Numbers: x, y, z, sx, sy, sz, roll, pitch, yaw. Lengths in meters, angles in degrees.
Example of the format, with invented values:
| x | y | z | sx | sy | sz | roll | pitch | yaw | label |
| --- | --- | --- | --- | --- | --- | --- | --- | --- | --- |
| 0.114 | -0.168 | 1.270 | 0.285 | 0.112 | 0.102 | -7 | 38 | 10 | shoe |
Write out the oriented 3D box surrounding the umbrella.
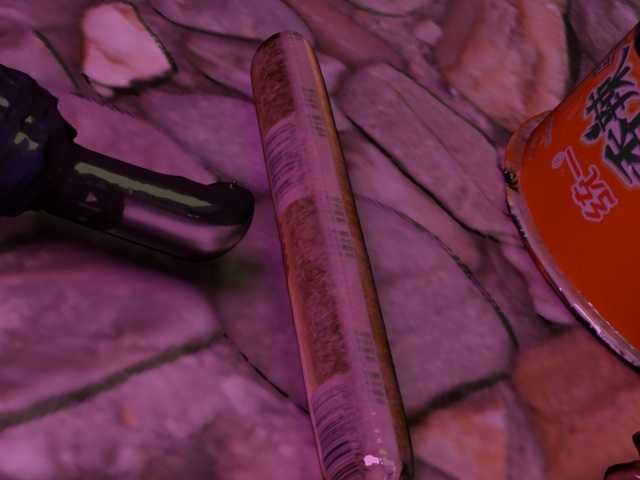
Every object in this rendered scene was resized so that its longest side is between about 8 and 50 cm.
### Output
| x | y | z | sx | sy | sz | roll | pitch | yaw | label |
| --- | --- | --- | --- | --- | --- | --- | --- | --- | --- |
| -0.132 | -0.043 | 0.472 | 0.248 | 0.071 | 0.071 | 20 | 37 | -17 | umbrella |

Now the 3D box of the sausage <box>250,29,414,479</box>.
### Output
| x | y | z | sx | sy | sz | roll | pitch | yaw | label |
| --- | --- | --- | --- | --- | --- | --- | --- | --- | --- |
| 0.000 | 0.000 | 0.555 | 0.033 | 0.033 | 0.269 | 16 | 38 | -24 | sausage |

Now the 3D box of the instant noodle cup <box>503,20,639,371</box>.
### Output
| x | y | z | sx | sy | sz | roll | pitch | yaw | label |
| --- | --- | --- | --- | --- | --- | --- | --- | --- | --- |
| 0.226 | -0.044 | 0.661 | 0.230 | 0.182 | 0.230 | 22 | 36 | -17 | instant noodle cup |

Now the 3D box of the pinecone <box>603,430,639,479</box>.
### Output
| x | y | z | sx | sy | sz | roll | pitch | yaw | label |
| --- | --- | --- | --- | --- | --- | --- | --- | --- | --- |
| 0.200 | 0.098 | 0.496 | 0.179 | 0.150 | 0.195 | 44 | 32 | 26 | pinecone |
